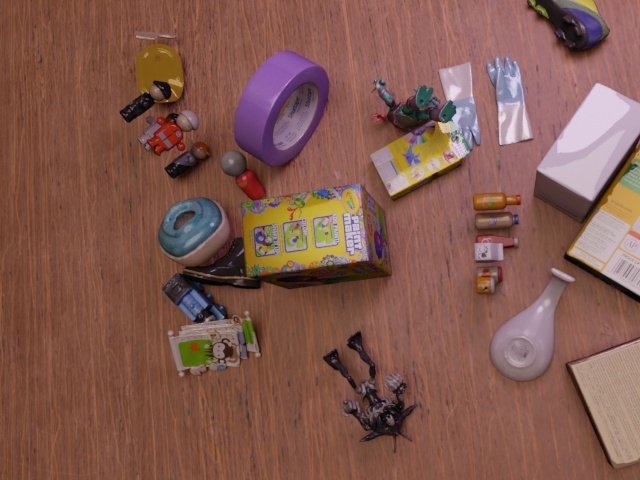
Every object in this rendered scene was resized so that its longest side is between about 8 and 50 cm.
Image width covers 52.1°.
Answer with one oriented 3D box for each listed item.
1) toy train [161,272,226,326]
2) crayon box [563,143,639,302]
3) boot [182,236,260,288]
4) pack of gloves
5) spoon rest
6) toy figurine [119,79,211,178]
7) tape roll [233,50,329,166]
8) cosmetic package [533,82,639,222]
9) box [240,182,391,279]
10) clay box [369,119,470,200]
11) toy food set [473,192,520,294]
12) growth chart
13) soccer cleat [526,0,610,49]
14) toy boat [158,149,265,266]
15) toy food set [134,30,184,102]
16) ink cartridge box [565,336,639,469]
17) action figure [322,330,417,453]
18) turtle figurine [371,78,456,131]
[{"bbox_3d":[-0.323,0.164,1.697,0.184,0.105,0.080,44,94,18],"label":"toy train"},{"bbox_3d":[0.720,-0.046,1.451,0.203,0.083,0.323,34,92,18],"label":"crayon box"},{"bbox_3d":[-0.251,0.048,1.697,0.198,0.077,0.137,9,76,-17],"label":"boot"},{"bbox_3d":[0.403,-0.345,1.612,0.195,0.046,0.232,-10,78,13],"label":"pack of gloves"},{"bbox_3d":[0.489,0.193,1.488,0.137,0.084,0.276,30,103,20],"label":"spoon rest"},{"bbox_3d":[-0.405,-0.295,1.749,0.148,0.209,0.213,-41,65,-11],"label":"toy figurine"},{"bbox_3d":[-0.093,-0.324,1.627,0.090,0.275,0.275,31,90,18],"label":"tape roll"},{"bbox_3d":[0.588,-0.184,1.437,0.138,0.224,0.224,35,90,18],"label":"cosmetic package"},{"bbox_3d":[0.000,0.000,1.537,0.279,0.290,0.177,-9,78,15],"label":"box"},{"bbox_3d":[0.248,-0.207,1.627,0.222,0.053,0.127,-27,73,9],"label":"clay box"},{"bbox_3d":[0.412,0.011,1.512,0.104,0.111,0.232,-3,77,16],"label":"toy food set"},{"bbox_3d":[-0.268,0.267,1.658,0.237,0.021,0.172,-13,119,5],"label":"growth chart"},{"bbox_3d":[0.592,-0.583,1.592,0.121,0.093,0.289,-18,69,-19],"label":"soccer cleat"},{"bbox_3d":[-0.293,-0.086,1.683,0.318,0.148,0.267,-44,32,-11],"label":"toy boat"},{"bbox_3d":[-0.459,-0.485,1.875,0.128,0.071,0.218,-6,80,-10],"label":"toy food set"},{"bbox_3d":[0.664,0.340,1.397,0.193,0.088,0.235,-22,75,10],"label":"ink cartridge box"},{"bbox_3d":[0.117,0.359,1.524,0.164,0.141,0.276,-33,72,-4],"label":"action figure"},{"bbox_3d":[0.220,-0.328,1.609,0.175,0.234,0.118,6,97,-25],"label":"turtle figurine"}]
